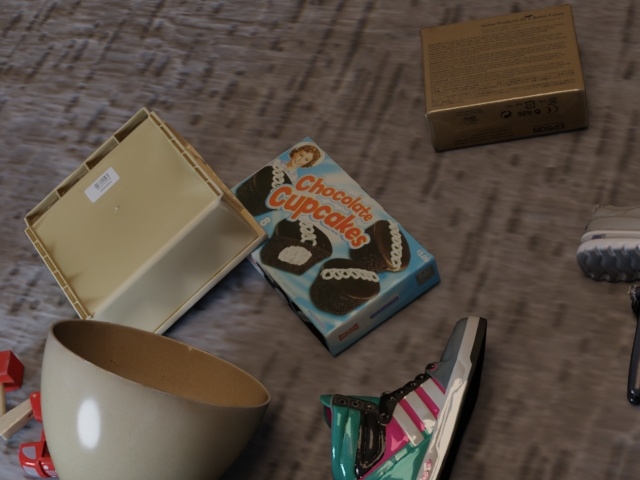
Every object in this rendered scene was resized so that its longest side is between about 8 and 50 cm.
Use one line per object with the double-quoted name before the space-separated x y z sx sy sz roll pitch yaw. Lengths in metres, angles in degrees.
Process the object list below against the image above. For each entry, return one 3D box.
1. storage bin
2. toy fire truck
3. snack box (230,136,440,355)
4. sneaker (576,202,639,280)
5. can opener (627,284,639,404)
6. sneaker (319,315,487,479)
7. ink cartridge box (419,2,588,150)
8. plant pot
"storage bin" -0.261 -0.019 1.769 0.262 0.123 0.260 -43 51 1
"toy fire truck" -0.400 0.239 1.692 0.135 0.047 0.192 -7 51 12
"snack box" 0.000 0.000 1.752 0.187 0.060 0.322 -35 51 -11
"sneaker" 0.476 -0.016 1.591 0.281 0.105 0.115 2 53 19
"can opener" 0.409 0.116 1.535 0.073 0.059 0.186 9 55 22
"sneaker" 0.092 0.206 1.525 0.179 0.123 0.295 15 59 16
"ink cartridge box" 0.273 -0.246 1.850 0.235 0.088 0.193 -8 49 12
"plant pot" -0.227 0.236 1.526 0.284 0.284 0.190 23 96 31
